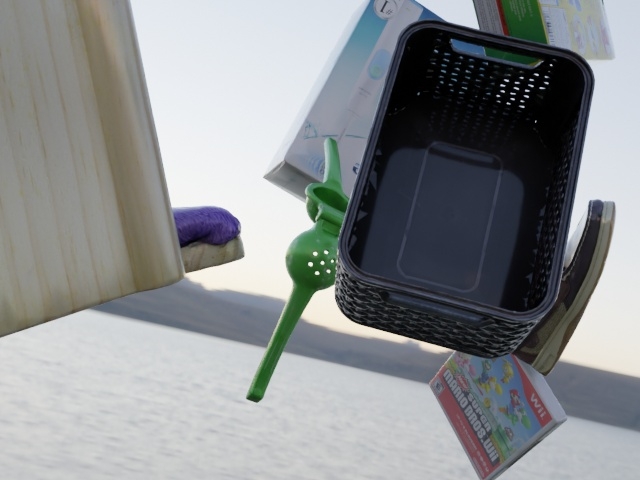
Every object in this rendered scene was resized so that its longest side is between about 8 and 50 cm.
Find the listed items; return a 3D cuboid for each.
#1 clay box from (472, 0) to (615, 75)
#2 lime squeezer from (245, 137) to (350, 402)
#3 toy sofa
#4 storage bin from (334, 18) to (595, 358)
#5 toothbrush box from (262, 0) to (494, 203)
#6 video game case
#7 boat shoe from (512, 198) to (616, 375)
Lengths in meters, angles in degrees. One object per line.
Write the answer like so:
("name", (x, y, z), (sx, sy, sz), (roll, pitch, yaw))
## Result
("clay box", (0.186, -0.203, 0.669), (0.053, 0.127, 0.222), (-12, 4, 33))
("lime squeezer", (0.000, 0.000, 0.780), (0.059, 0.310, 0.110), (15, -30, 0))
("toy sofa", (-0.226, -0.036, 0.475), (0.363, 0.150, 0.177), (-4, 9, 41))
("storage bin", (0.087, -0.032, 0.499), (0.122, 0.180, 0.084), (15, -21, 5))
("toothbrush box", (0.089, -0.164, 1.111), (0.216, 0.295, 0.126), (31, -14, -11))
("video game case", (0.280, 0.263, 1.336), (0.025, 0.204, 0.285), (-14, -30, -24))
("boat shoe", (0.326, 0.063, 1.124), (0.092, 0.285, 0.103), (20, 36, 12))
